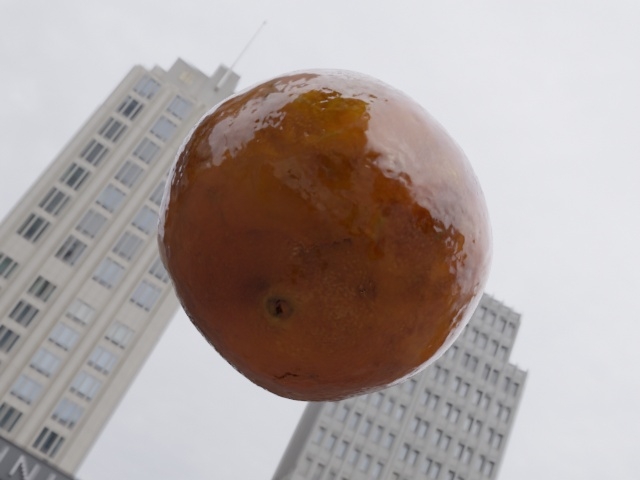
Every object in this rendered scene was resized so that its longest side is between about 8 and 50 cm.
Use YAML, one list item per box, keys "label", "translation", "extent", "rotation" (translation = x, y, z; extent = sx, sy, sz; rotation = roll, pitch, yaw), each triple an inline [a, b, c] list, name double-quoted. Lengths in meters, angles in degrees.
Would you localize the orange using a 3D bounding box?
- label: "orange"
  translation: [0.000, 0.000, 0.739]
  extent: [0.283, 0.226, 0.284]
  rotation: [8, -65, 17]
